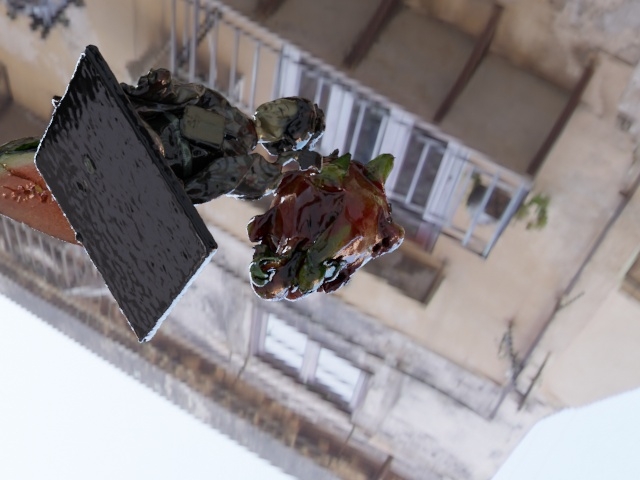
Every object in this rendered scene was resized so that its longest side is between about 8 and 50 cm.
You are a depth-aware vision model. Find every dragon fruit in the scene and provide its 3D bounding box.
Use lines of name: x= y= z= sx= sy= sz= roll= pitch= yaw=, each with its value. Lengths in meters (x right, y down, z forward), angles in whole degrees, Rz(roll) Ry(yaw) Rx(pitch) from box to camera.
dragon fruit: x=0.000 y=0.000 z=1.357 sx=0.138 sy=0.142 sz=0.175 roll=19 pitch=-144 yaw=14

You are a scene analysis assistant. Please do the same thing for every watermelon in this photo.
watermelon: x=-0.208 y=-0.052 z=1.234 sx=0.163 sy=0.069 sz=0.087 roll=21 pitch=-119 yaw=-24

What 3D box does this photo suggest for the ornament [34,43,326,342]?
ornament: x=-0.065 y=-0.064 z=0.979 sx=0.196 sy=0.153 sz=0.166 roll=-26 pitch=-102 yaw=-34
